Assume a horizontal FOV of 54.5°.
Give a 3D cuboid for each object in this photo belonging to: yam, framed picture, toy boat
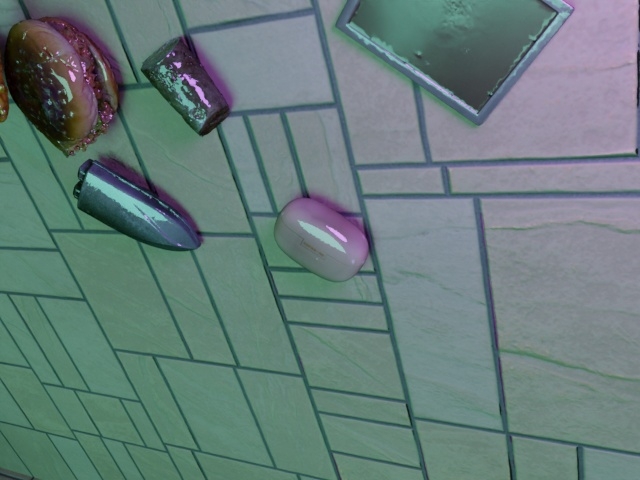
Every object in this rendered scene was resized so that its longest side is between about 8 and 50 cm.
[{"bbox_3d":[-0.252,-0.289,1.180,0.107,0.107,0.183,-25,112,39],"label":"yam"},{"bbox_3d":[0.193,-0.342,0.952,0.296,0.019,0.232,35,133,-1],"label":"framed picture"},{"bbox_3d":[-0.421,-0.065,1.447,0.319,0.092,0.141,31,132,-5],"label":"toy boat"}]

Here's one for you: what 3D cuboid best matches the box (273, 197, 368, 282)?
[{"bbox_3d":[0.000,0.000,1.264,0.200,0.088,0.146,32,132,2],"label":"box"}]

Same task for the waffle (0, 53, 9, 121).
[{"bbox_3d":[-0.694,-0.364,1.289,0.293,0.069,0.260,16,115,57],"label":"waffle"}]

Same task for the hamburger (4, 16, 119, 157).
[{"bbox_3d":[-0.544,-0.320,1.290,0.243,0.146,0.286,15,131,27],"label":"hamburger"}]
